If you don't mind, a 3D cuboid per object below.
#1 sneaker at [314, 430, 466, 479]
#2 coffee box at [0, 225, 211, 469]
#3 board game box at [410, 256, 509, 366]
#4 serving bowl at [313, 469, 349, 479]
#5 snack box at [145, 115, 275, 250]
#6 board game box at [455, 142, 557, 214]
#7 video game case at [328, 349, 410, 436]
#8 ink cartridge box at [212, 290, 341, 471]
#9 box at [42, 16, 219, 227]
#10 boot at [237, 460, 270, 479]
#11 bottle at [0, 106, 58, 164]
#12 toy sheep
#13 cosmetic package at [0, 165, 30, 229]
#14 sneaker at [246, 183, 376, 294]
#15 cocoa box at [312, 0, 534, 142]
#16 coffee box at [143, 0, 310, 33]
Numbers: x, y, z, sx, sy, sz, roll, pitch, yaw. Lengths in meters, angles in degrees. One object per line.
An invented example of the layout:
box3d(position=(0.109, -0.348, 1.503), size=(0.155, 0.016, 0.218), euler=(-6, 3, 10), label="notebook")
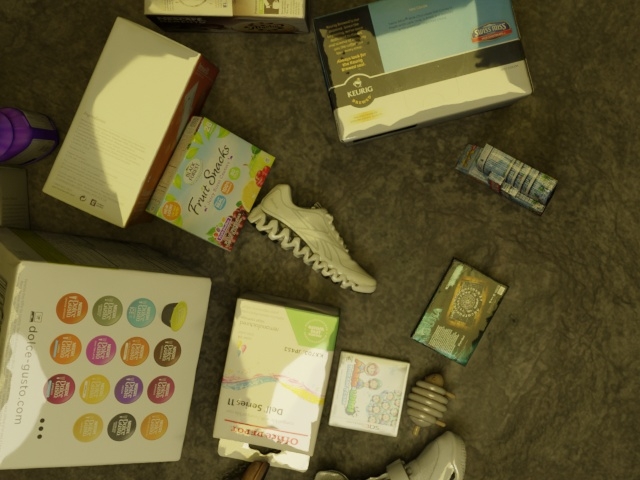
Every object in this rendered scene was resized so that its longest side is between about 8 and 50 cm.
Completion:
box3d(position=(0.116, 0.496, 1.612), size=(0.210, 0.137, 0.365), euler=(35, 95, -15), label="sneaker")
box3d(position=(-0.434, 0.179, 1.478), size=(0.335, 0.338, 0.337), euler=(8, 96, -33), label="coffee box")
box3d(position=(0.279, 0.143, 1.658), size=(0.126, 0.026, 0.186), euler=(28, 95, 0), label="board game box")
box3d(position=(0.023, 0.509, 1.693), size=(0.083, 0.027, 0.083), euler=(0, 94, 2), label="serving bowl")
box3d(position=(-0.210, -0.109, 1.586), size=(0.175, 0.070, 0.207), euler=(29, 83, -32), label="snack box")
box3d(position=(0.350, -0.124, 1.576), size=(0.194, 0.194, 0.060), euler=(30, 94, 14), label="board game box")
box3d(position=(0.099, 0.312, 1.681), size=(0.143, 0.019, 0.157), euler=(10, 94, 1), label="video game case")
box3d(position=(-0.091, 0.295, 1.637), size=(0.207, 0.119, 0.353), euler=(10, 95, 1), label="ink cartridge box")
box3d(position=(-0.350, -0.216, 1.564), size=(0.168, 0.215, 0.345), euler=(25, 95, 0), label="box")
box3d(position=(-0.219, 0.551, 1.672), size=(0.115, 0.112, 0.305), euler=(39, 98, 10), label="boot")
box3d(position=(-0.591, -0.195, 1.541), size=(0.118, 0.283, 0.092), euler=(-28, 92, 5), label="bottle")
box3d(position=(0.214, 0.327, 1.645), size=(0.091, 0.091, 0.132), euler=(20, 76, 1), label="toy sheep")
box3d(position=(-0.671, -0.049, 1.619), size=(0.151, 0.151, 0.183), euler=(-3, 94, 1), label="cosmetic package")
box3d(position=(0.000, 0.000, 1.625), size=(0.292, 0.110, 0.118), euler=(36, 86, -1), label="sneaker")
box3d(position=(0.179, -0.326, 1.525), size=(0.347, 0.231, 0.227), euler=(-14, 93, 3), label="cocoa box")
box3d(position=(-0.170, -0.465, 1.562), size=(0.297, 0.168, 0.118), euler=(2, 94, 2), label="coffee box")
